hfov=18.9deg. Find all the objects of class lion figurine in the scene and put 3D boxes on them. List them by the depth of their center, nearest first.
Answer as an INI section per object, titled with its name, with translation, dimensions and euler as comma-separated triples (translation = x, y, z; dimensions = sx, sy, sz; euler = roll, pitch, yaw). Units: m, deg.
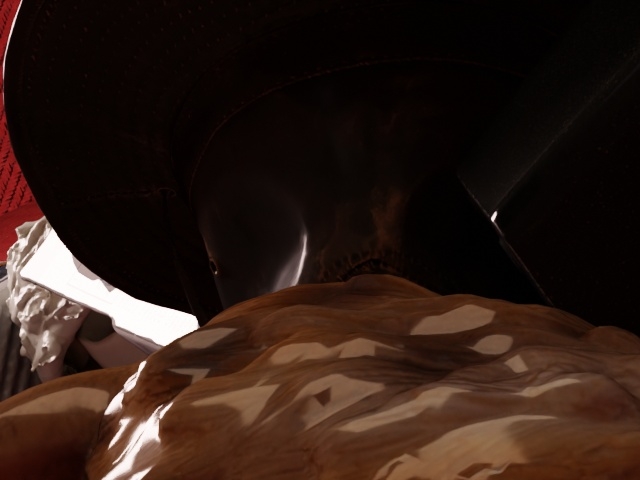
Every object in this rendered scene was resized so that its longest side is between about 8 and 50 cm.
[lion figurine]
translation = -0.007, 0.077, 0.574
dimensions = 0.240, 0.142, 0.392
euler = -16, 5, 3

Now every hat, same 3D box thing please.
[hat]
translation = 0.028, 0.002, 0.745
dimensions = 0.331, 0.331, 0.134
euler = -19, 52, 26

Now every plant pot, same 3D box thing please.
[plant pot]
translation = 0.147, -0.013, 0.591
dimensions = 0.167, 0.188, 0.187
euler = -35, 8, 4

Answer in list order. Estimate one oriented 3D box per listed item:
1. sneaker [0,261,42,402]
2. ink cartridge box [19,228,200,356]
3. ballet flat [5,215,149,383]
[sneaker]
translation = -0.254, 0.087, 1.209
dimensions = 0.127, 0.126, 0.321
euler = -13, 3, 33
[ink cartridge box]
translation = -0.012, -0.060, 1.050
dimensions = 0.296, 0.066, 0.261
euler = -56, 29, -10
[ballet flat]
translation = 0.000, 0.000, 1.132
dimensions = 0.409, 0.147, 0.147
euler = -22, 9, 15
